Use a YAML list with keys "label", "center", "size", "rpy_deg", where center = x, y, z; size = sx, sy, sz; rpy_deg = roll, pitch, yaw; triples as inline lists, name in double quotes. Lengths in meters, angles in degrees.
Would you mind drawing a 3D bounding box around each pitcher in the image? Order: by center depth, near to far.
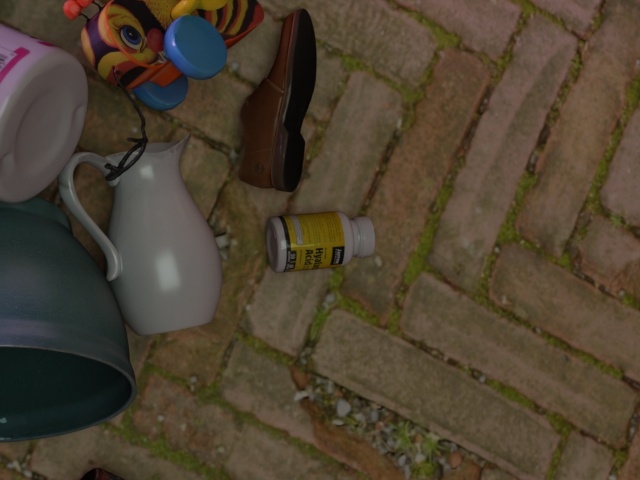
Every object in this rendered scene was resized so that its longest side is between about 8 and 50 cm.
- label: "pitcher"
  center: [-0.195, -0.002, 1.617]
  size: [0.177, 0.125, 0.207]
  rpy_deg: [-12, 91, -44]

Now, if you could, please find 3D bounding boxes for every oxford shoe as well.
- label: "oxford shoe"
  center: [-0.052, -0.162, 1.696]
  size: [0.076, 0.076, 0.212]
  rpy_deg: [6, 78, 23]

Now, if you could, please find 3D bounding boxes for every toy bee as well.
- label: "toy bee"
  center: [-0.177, -0.218, 1.571]
  size: [0.195, 0.298, 0.162]
  rpy_deg: [-37, 103, 23]

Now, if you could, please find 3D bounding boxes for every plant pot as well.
- label: "plant pot"
  center: [-0.338, 0.069, 1.531]
  size: [0.293, 0.293, 0.196]
  rpy_deg: [2, 65, -16]

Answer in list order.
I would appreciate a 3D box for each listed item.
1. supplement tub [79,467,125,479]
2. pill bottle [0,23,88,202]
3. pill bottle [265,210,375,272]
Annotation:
- label: "supplement tub"
  center: [-0.187, 0.336, 1.654]
  size: [0.197, 0.106, 0.106]
  rpy_deg: [31, 84, -15]
- label: "pill bottle"
  center: [-0.387, -0.160, 1.494]
  size: [0.283, 0.160, 0.160]
  rpy_deg: [25, 84, 19]
- label: "pill bottle"
  center: [0.000, 0.000, 1.715]
  size: [0.116, 0.065, 0.065]
  rpy_deg: [-6, 94, -16]
